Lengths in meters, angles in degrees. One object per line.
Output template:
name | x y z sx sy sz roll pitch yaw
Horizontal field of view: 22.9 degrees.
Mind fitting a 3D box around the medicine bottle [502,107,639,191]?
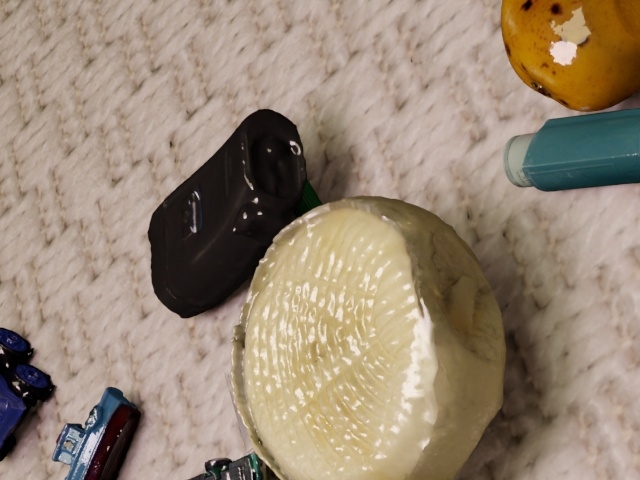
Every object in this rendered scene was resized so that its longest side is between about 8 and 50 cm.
medicine bottle | 0.316 -0.083 1.749 0.258 0.079 0.124 -1 75 46

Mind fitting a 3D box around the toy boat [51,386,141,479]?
toy boat | -0.335 0.311 2.237 0.097 0.100 0.223 22 89 18

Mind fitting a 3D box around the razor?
razor | -0.125 -0.032 2.114 0.327 0.107 0.189 -41 48 51

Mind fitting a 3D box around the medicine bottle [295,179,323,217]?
medicine bottle | 0.000 0.000 2.050 0.095 0.064 0.260 -50 42 22

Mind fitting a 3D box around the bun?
bun | 0.075 0.133 1.824 0.364 0.202 0.364 -12 74 45

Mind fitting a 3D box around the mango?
mango | 0.295 -0.278 1.792 0.191 0.159 0.290 -22 56 49

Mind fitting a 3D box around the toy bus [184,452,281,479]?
toy bus | -0.143 0.343 2.033 0.261 0.109 0.091 -24 60 40

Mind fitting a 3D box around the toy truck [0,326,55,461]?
toy truck | -0.532 0.228 2.421 0.161 0.177 0.213 -57 45 15

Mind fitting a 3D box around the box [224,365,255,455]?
box | -0.053 0.194 2.040 0.129 0.051 0.130 -39 52 28
